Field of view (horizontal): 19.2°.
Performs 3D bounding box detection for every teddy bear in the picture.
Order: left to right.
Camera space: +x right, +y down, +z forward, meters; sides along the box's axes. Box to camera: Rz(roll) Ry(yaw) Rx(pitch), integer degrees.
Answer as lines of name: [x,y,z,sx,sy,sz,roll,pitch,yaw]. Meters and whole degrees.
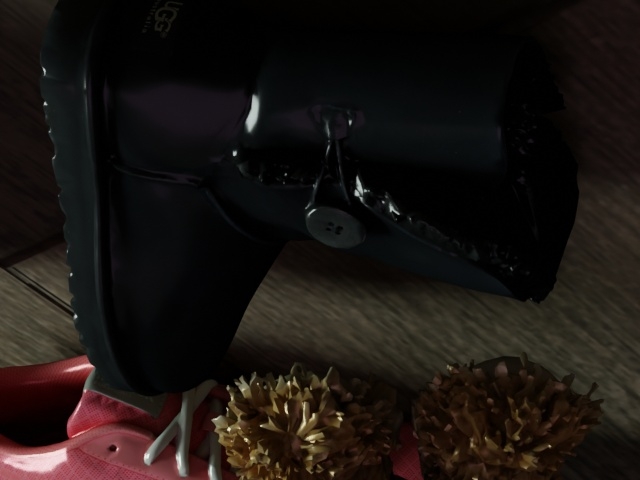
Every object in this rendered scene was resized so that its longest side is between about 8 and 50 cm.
teddy bear: [0.046,0.194,0.898,0.245,0.113,0.338,7,120,-13]

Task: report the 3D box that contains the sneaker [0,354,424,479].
sneaker: [-0.069,0.121,0.995,0.313,0.116,0.136,-1,137,23]

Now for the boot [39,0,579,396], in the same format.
boot: [0.000,0.000,0.805,0.207,0.094,0.246,13,140,14]
